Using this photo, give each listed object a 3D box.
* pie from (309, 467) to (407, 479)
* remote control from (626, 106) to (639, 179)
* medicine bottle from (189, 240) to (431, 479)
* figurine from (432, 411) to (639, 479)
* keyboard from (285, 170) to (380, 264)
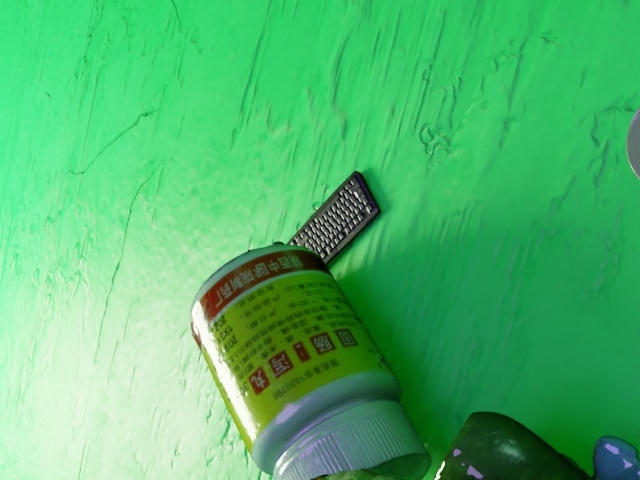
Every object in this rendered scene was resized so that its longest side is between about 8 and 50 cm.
[{"bbox_3d":[0.079,0.262,0.582,0.323,0.070,0.323,34,150,23],"label":"pie"},{"bbox_3d":[0.299,-0.038,0.532,0.245,0.022,0.077,30,110,44],"label":"remote control"},{"bbox_3d":[-0.013,0.124,0.759,0.139,0.139,0.225,-52,53,30],"label":"medicine bottle"},{"bbox_3d":[0.180,0.219,0.581,0.234,0.127,0.185,26,147,15],"label":"figurine"},{"bbox_3d":[0.000,0.000,0.848,0.155,0.010,0.053,-47,57,33],"label":"keyboard"}]
